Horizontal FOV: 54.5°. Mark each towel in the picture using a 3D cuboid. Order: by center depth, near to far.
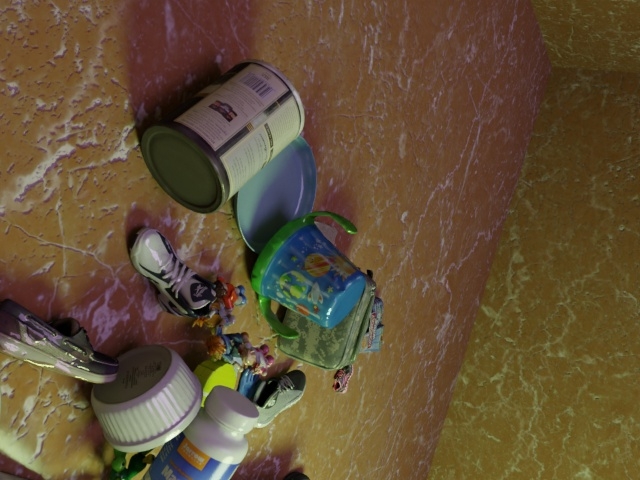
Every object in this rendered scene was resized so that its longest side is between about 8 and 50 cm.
[{"bbox_3d":[0.000,0.000,1.797,0.148,0.027,0.109,19,85,-58],"label":"towel"}]

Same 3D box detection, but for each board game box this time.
[{"bbox_3d":[0.151,0.306,2.129,0.194,0.060,0.194,-12,113,-56],"label":"board game box"}]

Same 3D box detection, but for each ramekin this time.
[{"bbox_3d":[-0.347,0.298,1.220,0.207,0.207,0.109,-45,128,-39],"label":"ramekin"}]

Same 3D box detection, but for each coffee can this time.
[{"bbox_3d":[-0.188,-0.212,1.247,0.275,0.202,0.201,-49,140,-36],"label":"coffee can"}]

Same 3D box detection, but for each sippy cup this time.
[{"bbox_3d":[-0.017,0.095,1.561,0.240,0.224,0.305,-40,155,-35],"label":"sippy cup"}]

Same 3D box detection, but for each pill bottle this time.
[{"bbox_3d":[-0.243,0.437,1.261,0.272,0.152,0.152,-57,148,4],"label":"pill bottle"}]

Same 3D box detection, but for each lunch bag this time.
[{"bbox_3d":[0.037,0.208,1.787,0.256,0.213,0.304,30,77,-75],"label":"lunch bag"}]

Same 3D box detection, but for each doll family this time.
[{"bbox_3d":[-0.216,0.208,1.411,0.118,0.262,0.163,-30,162,8],"label":"doll family"}]

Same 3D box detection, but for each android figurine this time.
[{"bbox_3d":[-0.274,0.381,1.422,0.248,0.056,0.272,48,61,-68],"label":"android figurine"}]

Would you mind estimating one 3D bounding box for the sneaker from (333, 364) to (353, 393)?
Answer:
[{"bbox_3d":[0.072,0.458,2.089,0.057,0.047,0.119,13,91,-47],"label":"sneaker"}]

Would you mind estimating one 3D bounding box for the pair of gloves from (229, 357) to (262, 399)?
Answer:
[{"bbox_3d":[-0.218,0.381,1.618,0.198,0.023,0.159,45,64,-55],"label":"pair of gloves"}]

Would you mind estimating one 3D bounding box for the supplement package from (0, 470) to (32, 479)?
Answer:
[{"bbox_3d":[-0.540,0.569,1.043,0.292,0.175,0.177,-62,145,-20],"label":"supplement package"}]

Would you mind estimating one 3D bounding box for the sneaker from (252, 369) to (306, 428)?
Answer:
[{"bbox_3d":[-0.109,0.408,1.712,0.229,0.086,0.132,-39,151,-43],"label":"sneaker"}]

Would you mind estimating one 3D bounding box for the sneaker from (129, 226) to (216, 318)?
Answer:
[{"bbox_3d":[-0.283,0.078,1.266,0.094,0.153,0.234,-47,139,-40],"label":"sneaker"}]

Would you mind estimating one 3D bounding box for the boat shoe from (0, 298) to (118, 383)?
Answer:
[{"bbox_3d":[-0.454,0.180,1.092,0.285,0.103,0.092,39,71,-52],"label":"boat shoe"}]

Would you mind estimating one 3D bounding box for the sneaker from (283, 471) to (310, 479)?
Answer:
[{"bbox_3d":[-0.099,0.803,1.902,0.267,0.106,0.101,-13,112,-57],"label":"sneaker"}]

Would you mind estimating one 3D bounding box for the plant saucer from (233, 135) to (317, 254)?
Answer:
[{"bbox_3d":[-0.116,-0.119,1.553,0.318,0.044,0.317,-30,127,-50],"label":"plant saucer"}]

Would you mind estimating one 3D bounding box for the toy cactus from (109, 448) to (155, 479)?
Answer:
[{"bbox_3d":[-0.427,0.495,1.286,0.219,0.112,0.180,-53,163,-43],"label":"toy cactus"}]
